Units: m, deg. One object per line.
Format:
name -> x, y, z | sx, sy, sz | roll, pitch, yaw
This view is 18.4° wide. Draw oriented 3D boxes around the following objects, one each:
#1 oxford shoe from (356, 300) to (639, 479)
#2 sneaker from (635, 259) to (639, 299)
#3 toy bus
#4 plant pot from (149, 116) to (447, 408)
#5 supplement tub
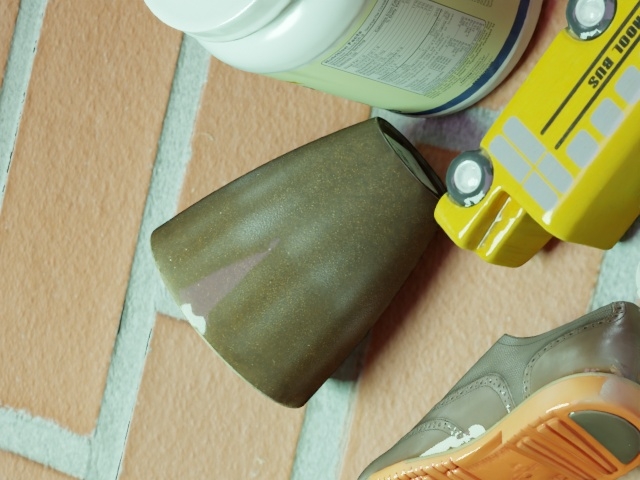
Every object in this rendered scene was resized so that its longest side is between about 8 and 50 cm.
oxford shoe -> 0.156, 0.165, 1.696 | 0.363, 0.130, 0.133 | -31, 35, 43
sneaker -> 0.309, 0.055, 1.592 | 0.092, 0.087, 0.229 | -20, 63, 47
toy bus -> 0.242, -0.109, 1.659 | 0.130, 0.108, 0.333 | 49, 114, 34
plant pot -> 0.000, 0.000, 1.810 | 0.230, 0.215, 0.215 | -40, 57, 13
supplement tub -> 0.017, -0.247, 1.736 | 0.235, 0.325, 0.235 | -9, 76, 41
